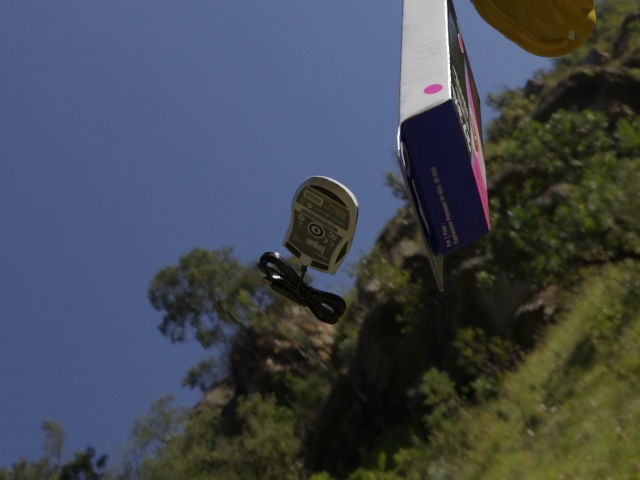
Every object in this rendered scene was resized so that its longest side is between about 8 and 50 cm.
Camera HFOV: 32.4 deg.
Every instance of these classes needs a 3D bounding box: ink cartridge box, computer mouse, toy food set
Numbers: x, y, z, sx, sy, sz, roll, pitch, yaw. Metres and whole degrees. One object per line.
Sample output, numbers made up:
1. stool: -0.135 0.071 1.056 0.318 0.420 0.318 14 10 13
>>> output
1. ink cartridge box: 0.135 -0.128 1.219 0.069 0.371 0.176 -11 -55 16
2. computer mouse: 0.000 0.000 1.112 0.042 0.106 0.193 -50 -12 -41
3. toy food set: 0.256 -0.328 1.440 0.218 0.071 0.128 36 -88 -7
